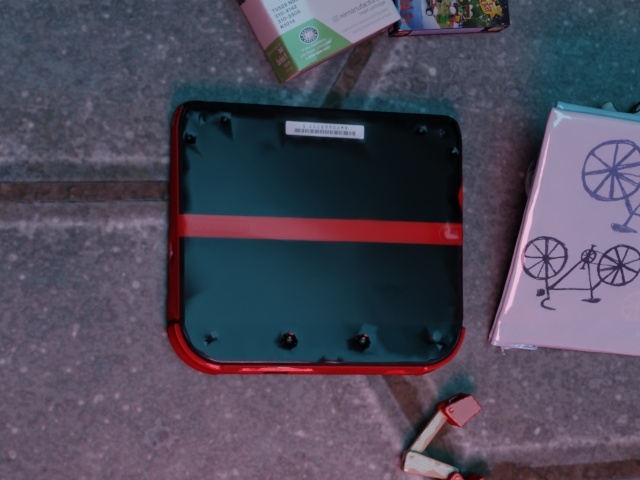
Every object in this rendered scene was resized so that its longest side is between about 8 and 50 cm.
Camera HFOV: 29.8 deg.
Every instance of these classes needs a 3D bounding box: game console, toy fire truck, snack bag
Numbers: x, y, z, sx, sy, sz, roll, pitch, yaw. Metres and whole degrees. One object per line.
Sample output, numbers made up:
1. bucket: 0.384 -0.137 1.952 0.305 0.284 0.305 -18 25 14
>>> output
1. game console: 0.000 0.000 1.533 0.386 0.060 0.342 2 81 -15
2. toy fire truck: 0.150 0.302 1.549 0.192 0.047 0.135 -36 95 -13
3. snack bag: 0.406 0.003 1.584 0.323 0.037 0.342 6 110 -15

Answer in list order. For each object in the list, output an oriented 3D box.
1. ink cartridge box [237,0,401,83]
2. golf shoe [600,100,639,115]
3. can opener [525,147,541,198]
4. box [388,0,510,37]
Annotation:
1. ink cartridge box: -0.025 -0.335 1.520 0.160 0.092 0.219 -30 95 -14
2. golf shoe: 0.461 -0.153 1.648 0.176 0.069 0.086 3 80 -15
3. can opener: 0.404 -0.054 1.614 0.280 0.093 0.074 15 70 -16
4. box: 0.160 -0.391 1.594 0.159 0.044 0.233 -6 88 -14
